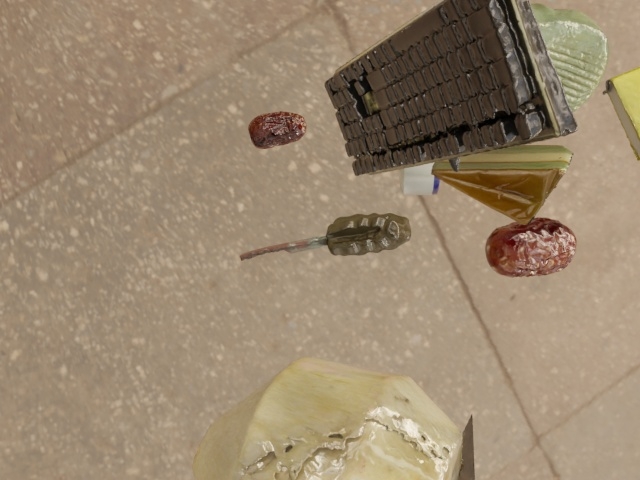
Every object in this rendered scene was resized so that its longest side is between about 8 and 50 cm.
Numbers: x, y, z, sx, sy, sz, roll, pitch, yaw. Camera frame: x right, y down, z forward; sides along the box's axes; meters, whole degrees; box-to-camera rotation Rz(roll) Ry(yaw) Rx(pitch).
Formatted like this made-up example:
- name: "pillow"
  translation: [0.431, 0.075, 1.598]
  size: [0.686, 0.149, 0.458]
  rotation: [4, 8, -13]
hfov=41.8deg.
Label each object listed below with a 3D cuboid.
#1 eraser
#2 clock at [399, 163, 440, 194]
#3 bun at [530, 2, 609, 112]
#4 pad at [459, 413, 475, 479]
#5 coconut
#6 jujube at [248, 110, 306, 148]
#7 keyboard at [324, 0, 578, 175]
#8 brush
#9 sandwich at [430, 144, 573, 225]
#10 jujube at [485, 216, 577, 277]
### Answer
- name: "eraser"
  translation: [0.636, -0.248, 1.467]
  size: [0.226, 0.157, 0.069]
  rotation: [-21, 159, 8]
- name: "clock"
  translation: [0.196, -0.206, 1.669]
  size: [0.083, 0.230, 0.230]
  rotation: [2, 114, 5]
- name: "bun"
  translation: [0.262, -0.228, 1.096]
  size: [0.221, 0.108, 0.221]
  rotation: [-15, 148, -10]
- name: "pad"
  translation: [0.193, 0.350, 1.189]
  size: [0.004, 0.127, 0.190]
  rotation: [10, 136, -2]
- name: "coconut"
  translation: [0.003, 0.309, 1.089]
  size: [0.353, 0.352, 0.352]
  rotation: [-10, 116, -21]
- name: "jujube"
  translation: [-0.094, -0.242, 1.822]
  size: [0.129, 0.077, 0.077]
  rotation: [-9, 121, 15]
- name: "keyboard"
  translation: [0.065, -0.092, 0.561]
  size: [0.027, 0.317, 0.106]
  rotation: [-24, 96, -13]
- name: "brush"
  translation: [0.000, 0.000, 1.410]
  size: [0.301, 0.084, 0.071]
  rotation: [-10, 87, 22]
- name: "sandwich"
  translation: [0.256, -0.113, 1.188]
  size: [0.163, 0.079, 0.113]
  rotation: [30, 135, 4]
- name: "jujube"
  translation: [0.363, 0.012, 1.461]
  size: [0.176, 0.109, 0.112]
  rotation: [-5, 146, -35]
